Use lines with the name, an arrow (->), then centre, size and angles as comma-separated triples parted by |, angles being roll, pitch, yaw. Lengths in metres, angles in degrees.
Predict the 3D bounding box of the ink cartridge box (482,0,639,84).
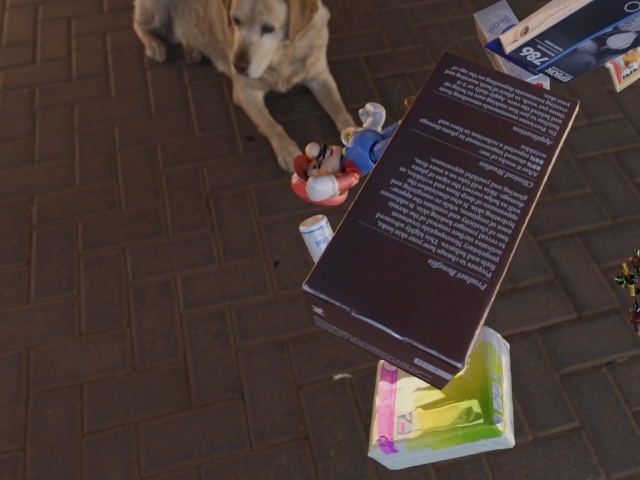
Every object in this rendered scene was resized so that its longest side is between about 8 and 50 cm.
ink cartridge box -> 0.473, -0.379, 1.038 | 0.166, 0.333, 0.065 | 16, 72, -25

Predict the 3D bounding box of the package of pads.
package of pads -> 0.240, 0.316, 1.145 | 0.101, 0.297, 0.229 | 41, 41, -27

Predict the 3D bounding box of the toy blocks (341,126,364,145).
toy blocks -> 0.135, -0.243, 1.456 | 0.054, 0.123, 0.148 | -59, 29, -3

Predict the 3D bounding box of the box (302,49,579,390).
box -> 0.154, -0.033, 0.709 | 0.191, 0.143, 0.381 | 27, 67, 14

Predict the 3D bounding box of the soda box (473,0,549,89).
soda box -> 0.492, -0.485, 1.467 | 0.091, 0.098, 0.286 | -22, 57, 13

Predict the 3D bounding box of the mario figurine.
mario figurine -> 0.057, -0.185, 1.149 | 0.198, 0.321, 0.170 | -13, 79, -58

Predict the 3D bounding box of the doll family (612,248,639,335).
doll family -> 0.727, 0.119, 1.307 | 0.076, 0.111, 0.192 | -18, 81, 21

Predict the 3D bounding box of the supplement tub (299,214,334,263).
supplement tub -> 0.000, 0.000, 1.335 | 0.071, 0.107, 0.071 | -22, 19, 8

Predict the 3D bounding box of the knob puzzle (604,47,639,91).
knob puzzle -> 0.808, -0.498, 1.435 | 0.213, 0.213, 0.030 | -10, 35, -11
